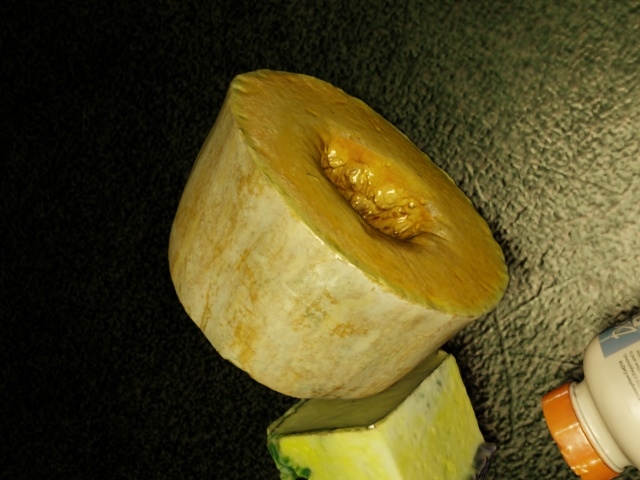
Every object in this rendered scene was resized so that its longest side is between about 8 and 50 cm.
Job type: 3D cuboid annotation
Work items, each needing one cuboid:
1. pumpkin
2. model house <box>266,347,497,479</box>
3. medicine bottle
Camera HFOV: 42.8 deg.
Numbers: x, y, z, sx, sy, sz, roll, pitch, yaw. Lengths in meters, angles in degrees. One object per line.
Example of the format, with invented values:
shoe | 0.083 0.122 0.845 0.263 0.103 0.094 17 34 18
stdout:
pumpkin | 0.000 0.000 0.829 0.332 0.332 0.199 49 122 12
model house | 0.082 0.247 0.871 0.170 0.194 0.211 -19 98 37
medicine bottle | 0.355 0.125 0.755 0.289 0.157 0.157 -33 81 22
